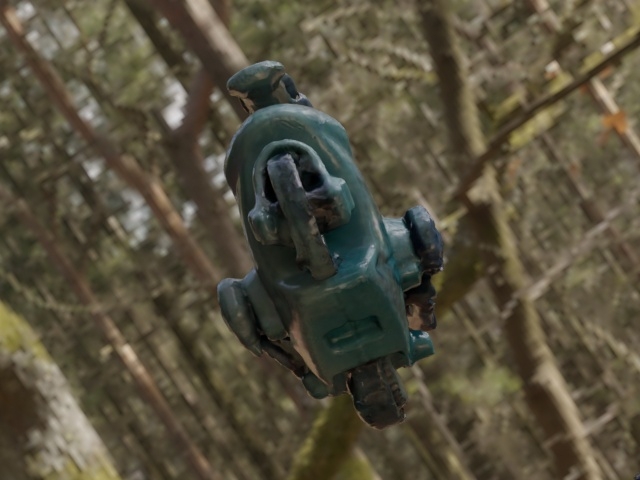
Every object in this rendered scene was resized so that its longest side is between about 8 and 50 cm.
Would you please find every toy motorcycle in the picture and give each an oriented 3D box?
[{"bbox_3d":[0.000,0.000,1.079,0.154,0.260,0.206,-19,47,3],"label":"toy motorcycle"}]

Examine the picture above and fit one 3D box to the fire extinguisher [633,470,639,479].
[{"bbox_3d":[0.314,0.134,1.284,0.173,0.049,0.035,-51,43,-4],"label":"fire extinguisher"}]
